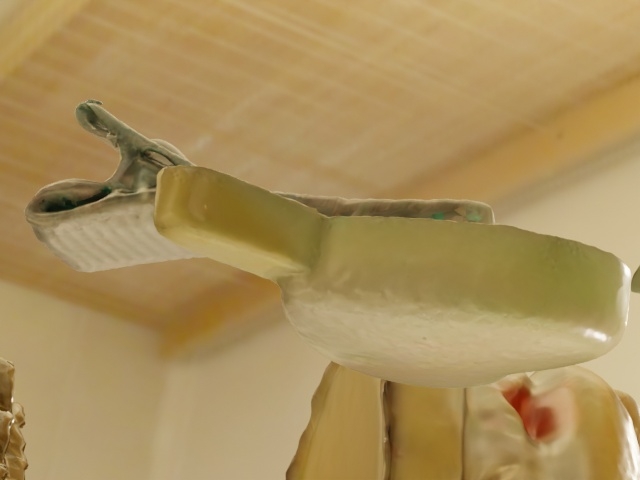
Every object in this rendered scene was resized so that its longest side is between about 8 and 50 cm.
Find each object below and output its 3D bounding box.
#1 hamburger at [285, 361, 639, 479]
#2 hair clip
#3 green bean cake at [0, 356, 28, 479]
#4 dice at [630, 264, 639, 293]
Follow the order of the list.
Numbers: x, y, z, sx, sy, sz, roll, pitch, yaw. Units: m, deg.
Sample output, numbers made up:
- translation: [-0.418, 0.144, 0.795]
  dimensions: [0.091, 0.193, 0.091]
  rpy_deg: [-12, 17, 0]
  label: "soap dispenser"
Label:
- translation: [0.076, 0.198, 1.010]
  dimensions: [0.302, 0.186, 0.261]
  rpy_deg: [116, -16, -48]
  label: "hamburger"
- translation: [-0.001, 0.001, 0.629]
  dimensions: [0.218, 0.159, 0.071]
  rpy_deg: [12, -102, 23]
  label: "hair clip"
- translation: [-0.218, 0.159, 0.726]
  dimensions: [0.224, 0.131, 0.229]
  rpy_deg: [-57, -164, 24]
  label: "green bean cake"
- translation: [0.234, 0.069, 0.422]
  dimensions: [0.254, 0.250, 0.252]
  rpy_deg: [-115, -168, -47]
  label: "dice"
